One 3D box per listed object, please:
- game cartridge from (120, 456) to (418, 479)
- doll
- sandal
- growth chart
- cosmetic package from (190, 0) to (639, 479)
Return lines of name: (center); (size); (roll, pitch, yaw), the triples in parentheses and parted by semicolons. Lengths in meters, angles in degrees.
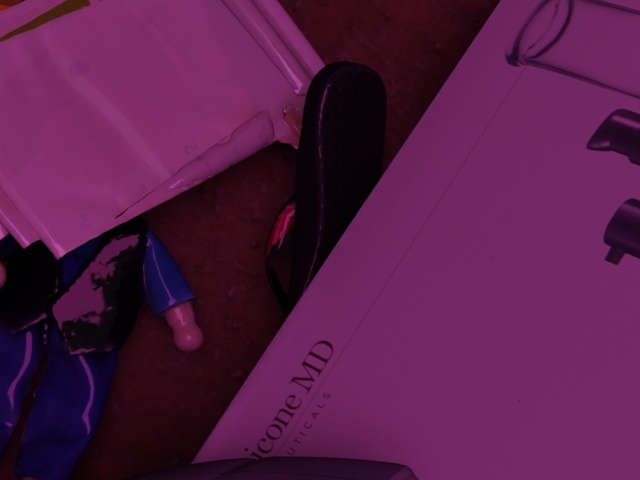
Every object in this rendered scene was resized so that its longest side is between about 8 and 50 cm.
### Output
game cartridge: (-0.062, 0.192, 0.380); (0.294, 0.060, 0.196); (-27, 81, 33)
doll: (-0.120, 0.034, 0.489); (0.129, 0.046, 0.189); (15, 74, 4)
sandal: (0.000, 0.000, 0.505); (0.067, 0.040, 0.179); (-2, 100, -49)
growth chart: (-0.108, -0.080, 0.487); (0.237, 0.021, 0.172); (-26, 78, -26)
cosmetic package: (0.153, 0.041, 0.427); (0.284, 0.097, 0.377); (25, 71, 27)
